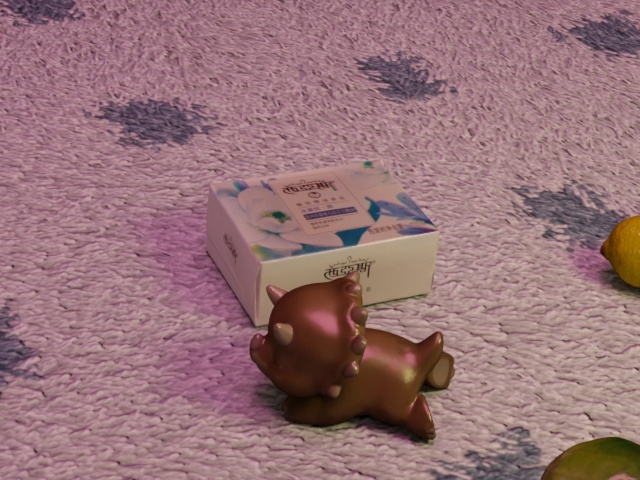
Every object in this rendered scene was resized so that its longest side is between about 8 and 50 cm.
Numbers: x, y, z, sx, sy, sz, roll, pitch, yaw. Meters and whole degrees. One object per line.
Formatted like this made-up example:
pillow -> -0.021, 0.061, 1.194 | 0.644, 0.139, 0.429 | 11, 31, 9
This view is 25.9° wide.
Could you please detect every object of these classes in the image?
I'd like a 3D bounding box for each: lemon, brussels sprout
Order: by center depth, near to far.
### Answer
brussels sprout -> 0.322, 0.299, 1.539 | 0.161, 0.144, 0.181 | 33, 62, 5
lemon -> 0.471, 0.016, 2.015 | 0.133, 0.109, 0.109 | -1, 32, 11

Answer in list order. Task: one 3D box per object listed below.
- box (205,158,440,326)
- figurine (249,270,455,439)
box -> 0.000, -0.002, 1.958 | 0.274, 0.116, 0.203 | -9, 36, -21
figurine -> 0.041, 0.129, 1.719 | 0.247, 0.173, 0.177 | 12, 34, 9
